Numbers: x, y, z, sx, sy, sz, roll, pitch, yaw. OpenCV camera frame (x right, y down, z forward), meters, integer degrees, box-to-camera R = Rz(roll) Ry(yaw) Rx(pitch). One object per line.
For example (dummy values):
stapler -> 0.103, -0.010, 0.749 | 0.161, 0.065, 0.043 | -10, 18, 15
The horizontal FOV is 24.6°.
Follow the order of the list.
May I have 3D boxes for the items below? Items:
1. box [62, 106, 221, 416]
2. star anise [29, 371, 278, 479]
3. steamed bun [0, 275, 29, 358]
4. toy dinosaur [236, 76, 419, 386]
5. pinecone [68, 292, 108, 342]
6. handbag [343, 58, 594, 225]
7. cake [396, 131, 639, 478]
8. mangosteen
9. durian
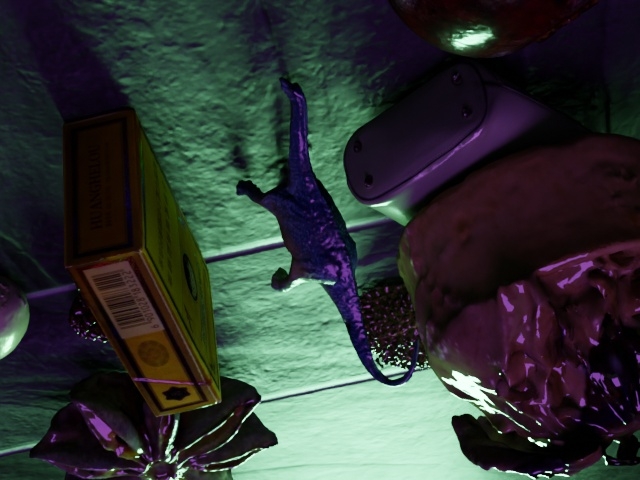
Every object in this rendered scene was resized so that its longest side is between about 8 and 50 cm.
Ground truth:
box -> -0.188, 0.030, 1.576 | 0.084, 0.192, 0.301 | -12, 142, 6
star anise -> -0.219, 0.257, 1.930 | 0.332, 0.117, 0.331 | -11, 139, -10
steamed bun -> -0.406, 0.098, 1.707 | 0.130, 0.090, 0.112 | 8, 141, -20
toy dinosaur -> -0.008, -0.004, 1.593 | 0.076, 0.362, 0.147 | -29, -164, -31
pinecone -> -0.259, 0.087, 1.735 | 0.077, 0.077, 0.083 | 19, 140, -30
handbag -> 0.193, -0.063, 1.604 | 0.241, 0.109, 0.315 | -32, 140, 29
cake -> 0.267, 0.094, 1.544 | 0.332, 0.321, 0.332 | -15, 157, -6
mangosteen -> 0.137, -0.290, 1.246 | 0.235, 0.235, 0.261 | -36, 91, 32
durian -> 0.126, 0.110, 1.820 | 0.189, 0.091, 0.148 | -27, 139, 20
